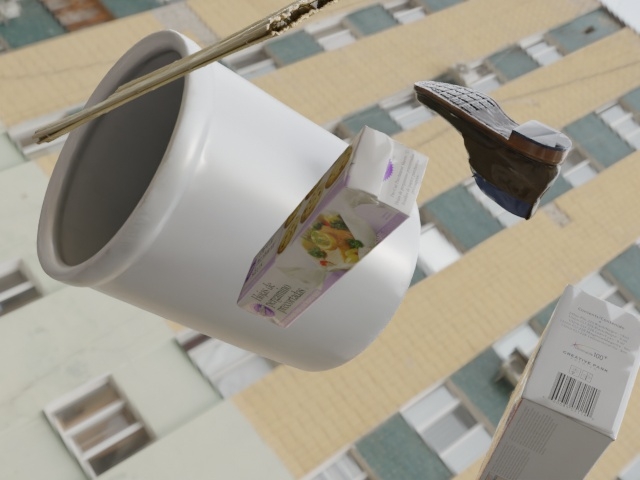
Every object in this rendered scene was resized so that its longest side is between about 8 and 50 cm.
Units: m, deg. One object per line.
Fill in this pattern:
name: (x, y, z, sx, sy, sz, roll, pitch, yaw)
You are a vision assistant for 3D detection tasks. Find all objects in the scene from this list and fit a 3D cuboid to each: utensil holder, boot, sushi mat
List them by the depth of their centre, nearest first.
sushi mat: (-0.121, -0.161, 0.921, 0.316, 0.151, 0.019, -16, -72, 38)
boot: (0.189, -0.113, 1.214, 0.219, 0.082, 0.106, 34, -55, 33)
utensil holder: (-0.112, -0.032, 1.294, 0.328, 0.385, 0.327, -32, -136, 37)

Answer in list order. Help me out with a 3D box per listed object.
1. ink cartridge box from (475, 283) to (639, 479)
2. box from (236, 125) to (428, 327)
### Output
ink cartridge box: (0.349, 0.220, 1.439, 0.130, 0.272, 0.309, 24, -37, 11)
box: (0.000, 0.000, 0.946, 0.063, 0.067, 0.324, 26, -27, -10)
